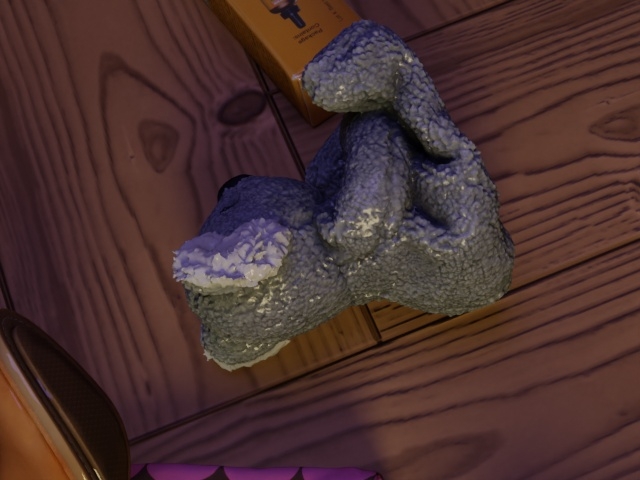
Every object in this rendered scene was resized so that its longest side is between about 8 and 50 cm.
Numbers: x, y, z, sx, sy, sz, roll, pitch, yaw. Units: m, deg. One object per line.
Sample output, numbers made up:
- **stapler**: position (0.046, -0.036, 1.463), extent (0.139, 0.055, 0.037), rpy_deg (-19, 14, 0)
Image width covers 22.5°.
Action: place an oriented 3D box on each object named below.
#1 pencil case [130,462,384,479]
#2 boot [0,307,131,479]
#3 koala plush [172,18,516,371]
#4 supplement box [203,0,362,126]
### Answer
- **pencil case**: position (-0.056, 0.198, 1.076), extent (0.209, 0.095, 0.098), rpy_deg (-1, 65, 12)
- **boot**: position (-0.210, 0.198, 1.005), extent (0.220, 0.283, 0.109), rpy_deg (-23, 22, 9)
- **koala plush**: position (0.000, 0.000, 1.131), extent (0.221, 0.196, 0.203), rpy_deg (-29, 69, -13)
- **supplement box**: position (-0.046, -0.202, 1.321), extent (0.078, 0.080, 0.233), rpy_deg (-33, 58, -9)
